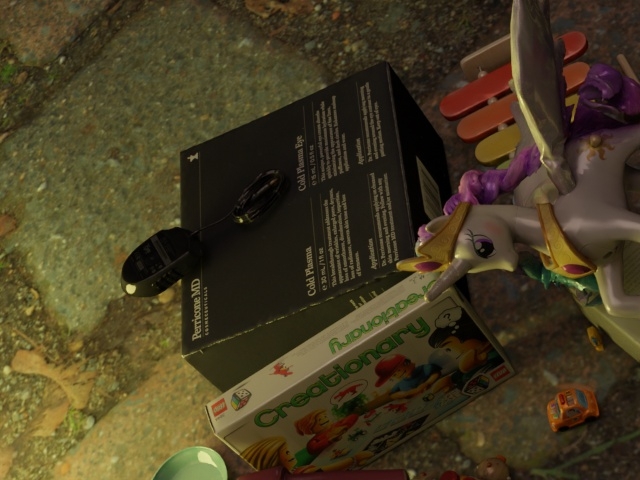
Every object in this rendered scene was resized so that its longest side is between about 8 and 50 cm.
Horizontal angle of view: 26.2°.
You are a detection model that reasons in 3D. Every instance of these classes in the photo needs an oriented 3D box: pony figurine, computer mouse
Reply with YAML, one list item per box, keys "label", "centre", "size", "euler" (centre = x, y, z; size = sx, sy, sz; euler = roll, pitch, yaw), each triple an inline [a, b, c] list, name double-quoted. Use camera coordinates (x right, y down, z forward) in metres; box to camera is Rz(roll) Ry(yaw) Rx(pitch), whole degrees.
- label: "pony figurine"
  centre: [0.280, -0.075, 1.437]
  size: [0.363, 0.303, 0.351]
  euler: [5, 60, 13]
- label: "computer mouse"
  centre: [-0.138, -0.006, 1.669]
  size: [0.242, 0.041, 0.071]
  euler: [-33, 43, 0]

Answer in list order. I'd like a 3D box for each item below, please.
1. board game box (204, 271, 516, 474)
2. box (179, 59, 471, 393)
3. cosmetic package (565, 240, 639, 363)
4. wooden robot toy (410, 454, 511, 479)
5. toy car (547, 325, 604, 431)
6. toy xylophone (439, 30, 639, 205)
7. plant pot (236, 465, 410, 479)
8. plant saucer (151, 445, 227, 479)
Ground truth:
- label: "board game box"
  centre: [0.048, 0.167, 1.546]
  size: [0.305, 0.193, 0.053]
  euler: [-33, 44, 9]
- label: "box"
  centre: [0.000, 0.000, 1.717]
  size: [0.312, 0.179, 0.343]
  euler: [-21, 47, 19]
- label: "cosmetic package"
  centre: [0.381, 0.085, 1.465]
  size: [0.117, 0.085, 0.231]
  euler: [-42, 46, -2]
- label: "wooden robot toy"
  centre: [0.182, 0.261, 1.476]
  size: [0.173, 0.076, 0.079]
  euler: [13, 54, 39]
- label: "toy car"
  centre: [0.277, 0.149, 1.514]
  size: [0.060, 0.040, 0.122]
  euler: [-9, 53, 28]
- label: "toy xylophone"
  centre: [0.296, -0.144, 1.700]
  size: [0.236, 0.081, 0.323]
  euler: [-32, 45, 8]
- label: "plant pot"
  centre: [0.021, 0.327, 1.456]
  size: [0.180, 0.201, 0.201]
  euler: [-15, 48, 4]
- label: "plant saucer"
  centre: [-0.161, 0.312, 1.696]
  size: [0.119, 0.021, 0.119]
  euler: [-18, 50, 22]
